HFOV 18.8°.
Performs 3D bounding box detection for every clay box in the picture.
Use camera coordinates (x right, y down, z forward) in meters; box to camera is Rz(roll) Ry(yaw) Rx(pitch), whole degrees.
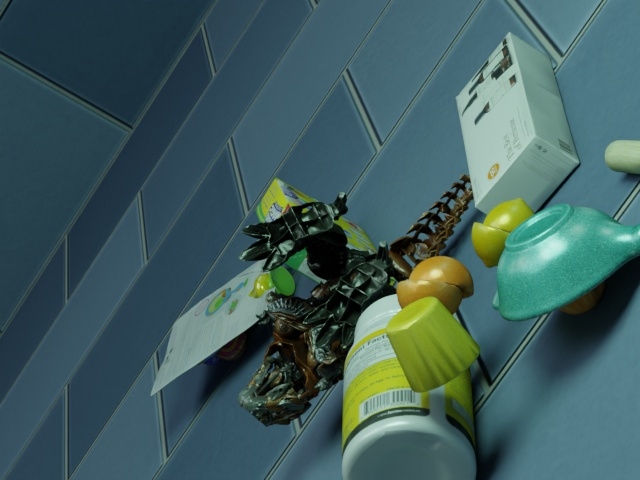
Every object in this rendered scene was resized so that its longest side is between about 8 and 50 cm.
[{"bbox_3d":[0.000,0.000,2.192,0.053,0.127,0.222,-57,17,9],"label":"clay box"}]

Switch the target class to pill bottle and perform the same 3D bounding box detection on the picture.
[{"bbox_3d":[0.080,0.147,1.756,0.119,0.119,0.208,-50,19,29],"label":"pill bottle"}]

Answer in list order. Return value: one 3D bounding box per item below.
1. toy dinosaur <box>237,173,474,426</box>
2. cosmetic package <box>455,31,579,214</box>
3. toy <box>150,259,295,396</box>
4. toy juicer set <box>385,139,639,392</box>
[{"bbox_3d":[0.028,0.051,1.982,0.164,0.218,0.322,23,81,28],"label":"toy dinosaur"},{"bbox_3d":[0.194,-0.113,1.948,0.099,0.060,0.239,-53,19,24],"label":"cosmetic package"},{"bbox_3d":[-0.114,0.110,2.453,0.237,0.056,0.137,-40,23,37],"label":"toy"},{"bbox_3d":[0.209,0.011,1.690,0.329,0.089,0.209,-32,13,9],"label":"toy juicer set"}]
